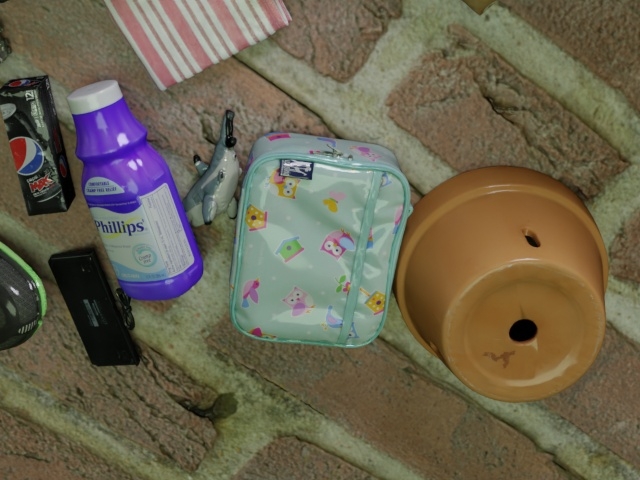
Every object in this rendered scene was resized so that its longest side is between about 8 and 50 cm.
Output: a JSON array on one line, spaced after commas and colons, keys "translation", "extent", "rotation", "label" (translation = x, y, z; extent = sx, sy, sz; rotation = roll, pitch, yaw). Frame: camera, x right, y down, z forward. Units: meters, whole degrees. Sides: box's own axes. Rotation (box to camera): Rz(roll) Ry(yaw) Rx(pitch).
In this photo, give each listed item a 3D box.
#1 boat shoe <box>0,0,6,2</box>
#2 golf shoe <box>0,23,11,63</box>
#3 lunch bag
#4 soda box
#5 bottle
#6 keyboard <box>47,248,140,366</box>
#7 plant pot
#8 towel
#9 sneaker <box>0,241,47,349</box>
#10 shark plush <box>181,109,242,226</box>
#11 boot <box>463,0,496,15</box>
[{"translation": [-0.253, -0.338, 1.198], "extent": [0.303, 0.114, 0.091], "rotation": [-26, 106, 10], "label": "boat shoe"}, {"translation": [-0.440, -0.286, 1.245], "extent": [0.086, 0.069, 0.176], "rotation": [-6, 112, 10], "label": "golf shoe"}, {"translation": [0.000, 0.000, 1.353], "extent": [0.224, 0.108, 0.279], "rotation": [8, 113, -5], "label": "lunch bag"}, {"translation": [-0.359, -0.119, 1.319], "extent": [0.053, 0.060, 0.169], "rotation": [-7, 114, 3], "label": "soda box"}, {"translation": [-0.241, -0.061, 1.321], "extent": [0.118, 0.092, 0.282], "rotation": [0, 118, 33], "label": "bottle"}, {"translation": [-0.296, 0.094, 1.423], "extent": [0.108, 0.023, 0.180], "rotation": [-5, 116, 26], "label": "keyboard"}, {"translation": [0.244, 0.072, 1.339], "extent": [0.291, 0.203, 0.290], "rotation": [-1, 113, -2], "label": "plant pot"}, {"translation": [-0.152, -0.285, 1.272], "extent": [0.197, 0.029, 0.144], "rotation": [-25, 112, 12], "label": "towel"}, {"translation": [-0.594, 0.065, 1.318], "extent": [0.483, 0.202, 0.185], "rotation": [11, 113, -6], "label": "sneaker"}, {"translation": [-0.144, -0.088, 1.344], "extent": [0.067, 0.073, 0.161], "rotation": [25, 120, 22], "label": "shark plush"}, {"translation": [0.095, -0.349, 1.216], "extent": [0.269, 0.089, 0.236], "rotation": [32, 109, -15], "label": "boot"}]
